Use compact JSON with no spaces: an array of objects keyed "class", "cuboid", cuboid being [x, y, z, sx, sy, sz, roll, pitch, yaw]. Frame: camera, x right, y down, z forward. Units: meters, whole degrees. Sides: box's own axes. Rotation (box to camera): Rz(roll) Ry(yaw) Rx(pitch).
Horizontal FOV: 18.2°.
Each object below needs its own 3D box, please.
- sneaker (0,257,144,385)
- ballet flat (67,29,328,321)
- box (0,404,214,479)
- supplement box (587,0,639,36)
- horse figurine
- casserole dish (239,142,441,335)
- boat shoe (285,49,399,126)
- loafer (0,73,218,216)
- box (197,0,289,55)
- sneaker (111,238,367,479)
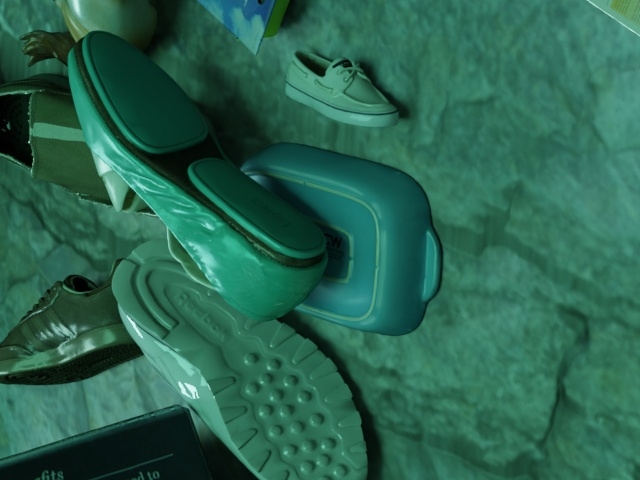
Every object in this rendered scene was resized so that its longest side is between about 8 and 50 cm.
[{"class":"sneaker","cuboid":[-0.192,0.066,1.534,0.188,0.066,0.071,-17,69,42]},{"class":"ballet flat","cuboid":[-0.097,-0.035,1.323,0.247,0.083,0.087,45,125,23]},{"class":"box","cuboid":[-0.166,0.356,1.400,0.293,0.212,0.395,-41,67,59]},{"class":"supplement box","cuboid":[0.184,-0.149,1.100,0.098,0.036,0.062,42,126,33]},{"class":"horse figurine","cuboid":[-0.168,-0.191,1.402,0.174,0.066,0.263,49,157,24]},{"class":"casserole dish","cuboid":[0.000,0.000,1.326,0.188,0.037,0.114,17,111,42]},{"class":"boat shoe","cuboid":[0.014,-0.100,1.293,0.100,0.035,0.035,29,121,47]},{"class":"loafer","cuboid":[-0.171,-0.065,1.453,0.251,0.087,0.094,14,108,44]},{"class":"box","cuboid":[-0.067,-0.217,1.345,0.178,0.042,0.109,44,128,31]},{"class":"sneaker","cuboid":[-0.053,0.101,1.379,0.235,0.090,0.095,49,158,19]}]
